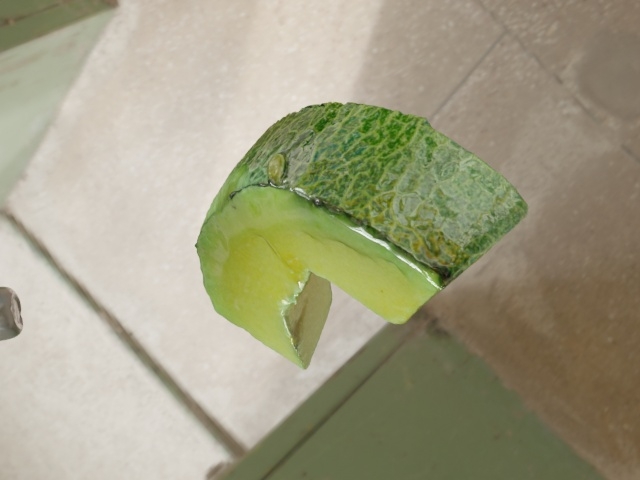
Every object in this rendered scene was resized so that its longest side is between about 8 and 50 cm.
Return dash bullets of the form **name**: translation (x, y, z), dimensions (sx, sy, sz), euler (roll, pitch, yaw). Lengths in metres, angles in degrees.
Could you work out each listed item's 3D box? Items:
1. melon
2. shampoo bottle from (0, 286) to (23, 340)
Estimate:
- **melon**: translation (0.000, 0.000, 0.627), dimensions (0.118, 0.064, 0.209), euler (44, 149, -2)
- **shampoo bottle**: translation (-0.297, 0.061, 0.886), dimensions (0.165, 0.080, 0.040), euler (-8, 85, -8)
